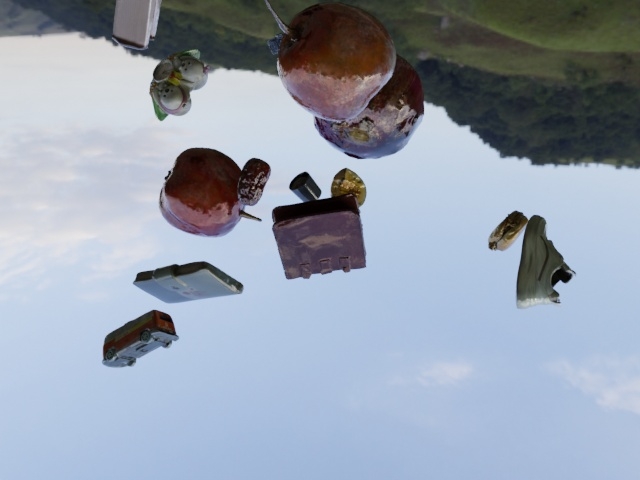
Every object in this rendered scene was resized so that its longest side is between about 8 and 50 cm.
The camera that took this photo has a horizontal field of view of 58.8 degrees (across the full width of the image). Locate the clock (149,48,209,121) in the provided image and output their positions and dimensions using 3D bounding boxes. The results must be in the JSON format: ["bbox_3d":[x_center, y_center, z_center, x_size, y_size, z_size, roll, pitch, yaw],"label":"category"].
[{"bbox_3d":[-0.396,-0.436,1.590,0.144,0.230,0.103,26,176,34],"label":"clock"}]

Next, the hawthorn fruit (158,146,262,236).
[{"bbox_3d":[-0.335,-0.133,1.794,0.330,0.287,0.287,27,-156,-6],"label":"hawthorn fruit"}]

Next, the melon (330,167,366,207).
[{"bbox_3d":[0.100,-0.170,2.055,0.128,0.160,0.079,12,164,-28],"label":"melon"}]

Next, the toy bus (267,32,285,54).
[{"bbox_3d":[-0.092,-0.733,2.043,0.191,0.064,0.075,-17,-158,19],"label":"toy bus"}]

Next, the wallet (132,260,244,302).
[{"bbox_3d":[-0.488,0.159,2.070,0.361,0.252,0.083,-11,-120,27],"label":"wallet"}]

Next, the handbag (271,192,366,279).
[{"bbox_3d":[0.000,-0.001,1.647,0.260,0.275,0.084,-11,-132,3],"label":"handbag"}]

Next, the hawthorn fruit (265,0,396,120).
[{"bbox_3d":[0.020,-0.370,1.171,0.263,0.235,0.231,30,-137,9],"label":"hawthorn fruit"}]

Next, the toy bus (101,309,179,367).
[{"bbox_3d":[-0.613,0.331,1.902,0.265,0.121,0.119,-29,-121,17],"label":"toy bus"}]

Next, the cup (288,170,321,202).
[{"bbox_3d":[-0.043,-0.169,1.771,0.078,0.077,0.100,-19,-139,32],"label":"cup"}]

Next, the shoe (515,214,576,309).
[{"bbox_3d":[0.669,0.066,1.667,0.159,0.124,0.316,9,-116,27],"label":"shoe"}]

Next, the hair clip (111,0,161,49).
[{"bbox_3d":[-0.310,-0.513,1.004,0.085,0.330,0.101,18,-148,-2],"label":"hair clip"}]

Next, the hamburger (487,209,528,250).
[{"bbox_3d":[0.639,-0.030,1.937,0.083,0.147,0.138,44,-134,18],"label":"hamburger"}]

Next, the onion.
[{"bbox_3d":[0.147,-0.436,1.670,0.348,0.347,0.385,3,-124,13],"label":"onion"}]

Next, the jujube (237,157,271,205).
[{"bbox_3d":[-0.176,-0.152,1.485,0.077,0.129,0.077,18,-169,-4],"label":"jujube"}]
